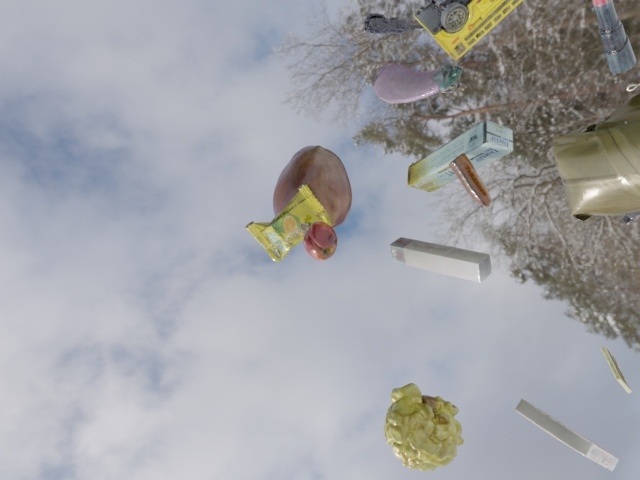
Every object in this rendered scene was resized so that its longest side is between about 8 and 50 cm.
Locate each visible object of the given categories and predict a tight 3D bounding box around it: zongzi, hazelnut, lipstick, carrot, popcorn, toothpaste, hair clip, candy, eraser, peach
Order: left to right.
[{"bbox_3d":[-0.112,-0.054,1.562,0.187,0.297,0.081,53,-154,-4],"label":"candy"},{"bbox_3d":[-0.031,-0.194,1.761,0.366,0.366,0.365,-6,-81,-43],"label":"hazelnut"},{"bbox_3d":[-0.001,0.000,1.192,0.101,0.101,0.100,-6,-81,-43],"label":"peach"},{"bbox_3d":[0.285,-0.487,1.366,0.096,0.359,0.110,-27,-57,-34],"label":"hair clip"},{"bbox_3d":[0.293,0.525,1.240,0.235,0.181,0.216,4,-128,-17],"label":"popcorn"},{"bbox_3d":[0.413,0.062,1.553,0.076,0.372,0.079,-30,-63,-33],"label":"lipstick"},{"bbox_3d":[0.350,-0.211,1.145,0.089,0.313,0.070,13,-108,-21],"label":"toothpaste"},{"bbox_3d":[0.354,-0.136,1.033,0.048,0.048,0.139,-37,-85,-35],"label":"carrot"},{"bbox_3d":[0.553,0.435,0.983,0.230,0.157,0.038,35,-95,-38],"label":"eraser"},{"bbox_3d":[0.646,-0.477,0.977,0.234,0.054,0.053,39,-112,-36],"label":"lipstick"},{"bbox_3d":[0.658,-0.199,0.701,0.447,0.418,0.181,-33,-78,-25],"label":"zongzi"}]

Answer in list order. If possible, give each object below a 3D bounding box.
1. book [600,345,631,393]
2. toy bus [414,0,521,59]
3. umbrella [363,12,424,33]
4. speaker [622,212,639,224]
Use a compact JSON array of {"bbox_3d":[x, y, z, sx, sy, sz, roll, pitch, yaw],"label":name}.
[{"bbox_3d":[0.819,0.357,1.220,0.077,0.014,0.110,41,-148,-23],"label":"book"},{"bbox_3d":[0.389,-0.590,1.004,0.152,0.330,0.144,28,-148,-41],"label":"toy bus"},{"bbox_3d":[0.272,-0.770,1.569,0.249,0.071,0.070,-6,-80,-19],"label":"umbrella"},{"bbox_3d":[1.116,-0.215,1.493,0.232,0.184,0.253,-15,-31,-33],"label":"speaker"}]
